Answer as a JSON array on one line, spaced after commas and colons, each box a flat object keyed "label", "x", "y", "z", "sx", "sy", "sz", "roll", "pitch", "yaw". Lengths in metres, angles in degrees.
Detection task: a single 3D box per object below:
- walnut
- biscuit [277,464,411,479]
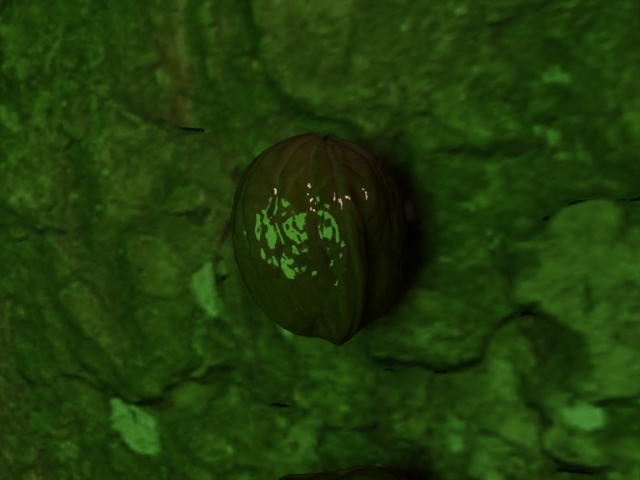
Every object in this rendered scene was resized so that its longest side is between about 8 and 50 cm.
[{"label": "walnut", "x": 0.000, "y": 0.000, "z": 0.831, "sx": 0.105, "sy": 0.105, "sz": 0.124, "roll": 0, "pitch": 97, "yaw": 39}, {"label": "biscuit", "x": 0.025, "y": 0.212, "z": 0.860, "sx": 0.170, "sy": 0.050, "sz": 0.170, "roll": 10, "pitch": 108, "yaw": 35}]
